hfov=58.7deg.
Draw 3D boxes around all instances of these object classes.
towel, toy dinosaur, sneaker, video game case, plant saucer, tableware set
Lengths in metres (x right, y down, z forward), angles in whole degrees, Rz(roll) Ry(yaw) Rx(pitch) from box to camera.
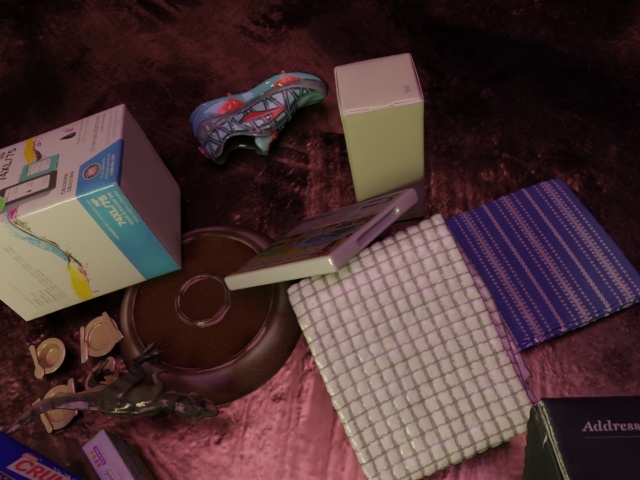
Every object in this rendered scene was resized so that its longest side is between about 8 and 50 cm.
[{"bbox_3d":[0.116,0.140,0.731,0.235,0.121,0.284,-25,80,-1],"label":"towel"},{"bbox_3d":[-0.274,0.202,0.772,0.268,0.064,0.118,-4,29,-5],"label":"toy dinosaur"},{"bbox_3d":[-0.100,-0.214,1.044,0.261,0.104,0.125,-21,77,2],"label":"sneaker"},{"bbox_3d":[0.000,0.000,0.811,0.227,0.026,0.206,-13,18,46],"label":"video game case"},{"bbox_3d":[-0.179,0.099,0.893,0.310,0.050,0.311,-4,59,7],"label":"plant saucer"},{"bbox_3d":[0.278,0.051,0.861,0.335,0.040,0.243,-21,58,-6],"label":"towel"},{"bbox_3d":[-0.369,0.197,0.865,0.168,0.020,0.141,-27,64,4],"label":"tableware set"}]

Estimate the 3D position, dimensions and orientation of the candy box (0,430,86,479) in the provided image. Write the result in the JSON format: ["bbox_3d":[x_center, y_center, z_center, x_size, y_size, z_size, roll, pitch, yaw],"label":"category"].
[{"bbox_3d":[-0.357,0.342,0.545,0.268,0.317,0.122,21,102,15],"label":"candy box"}]

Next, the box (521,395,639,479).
[{"bbox_3d":[0.436,0.373,0.398,0.479,0.298,0.472,-3,33,7],"label":"box"}]

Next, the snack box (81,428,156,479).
[{"bbox_3d":[-0.244,0.322,0.745,0.037,0.100,0.141,-40,63,-14],"label":"snack box"}]

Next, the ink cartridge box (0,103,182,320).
[{"bbox_3d":[-0.382,-0.040,0.884,0.269,0.197,0.198,-19,47,4],"label":"ink cartridge box"}]

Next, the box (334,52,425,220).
[{"bbox_3d":[0.094,-0.136,0.849,0.113,0.275,0.094,-9,58,4],"label":"box"}]
